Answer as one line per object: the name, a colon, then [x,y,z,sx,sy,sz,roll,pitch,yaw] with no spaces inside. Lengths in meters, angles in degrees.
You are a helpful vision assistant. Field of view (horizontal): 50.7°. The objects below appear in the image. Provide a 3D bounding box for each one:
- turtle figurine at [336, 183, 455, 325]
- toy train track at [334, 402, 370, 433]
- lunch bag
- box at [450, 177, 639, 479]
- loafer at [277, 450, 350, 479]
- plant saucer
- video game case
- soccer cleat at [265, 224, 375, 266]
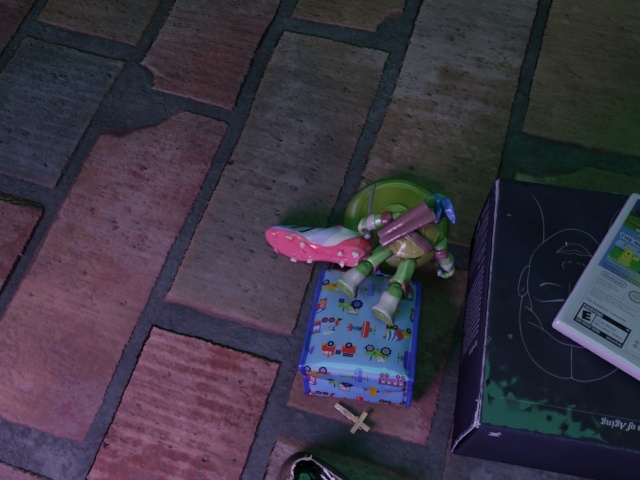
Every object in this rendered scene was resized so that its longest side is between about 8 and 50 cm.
turtle figurine: [0.161,0.034,1.376,0.198,0.275,0.266,45,75,-19]
toy train track: [0.064,0.355,1.354,0.083,0.014,0.048,33,77,23]
lunch bag: [0.092,0.170,1.391,0.221,0.138,0.293,6,55,8]
box: [0.519,0.182,1.260,0.480,0.297,0.471,9,63,6]
loafer: [0.060,0.521,1.206,0.366,0.130,0.134,35,70,18]
plant saucer: [0.171,-0.046,1.532,0.241,0.037,0.241,-1,64,3]
video game case: [0.600,0.112,1.114,0.329,0.036,0.300,33,70,17]
soccer cleat: [0.000,0.000,1.490,0.248,0.083,0.095,10,43,22]
